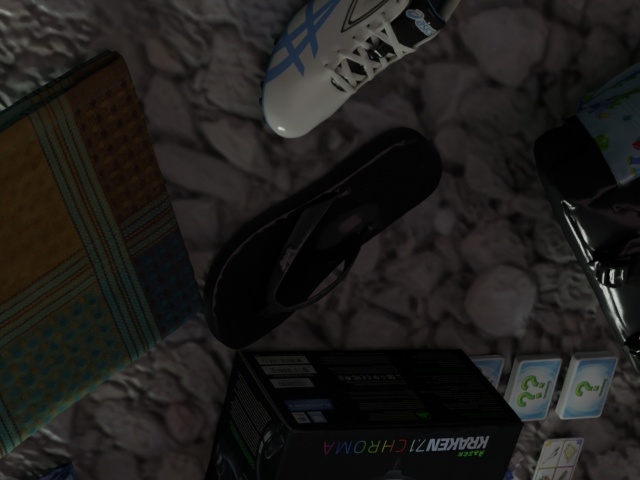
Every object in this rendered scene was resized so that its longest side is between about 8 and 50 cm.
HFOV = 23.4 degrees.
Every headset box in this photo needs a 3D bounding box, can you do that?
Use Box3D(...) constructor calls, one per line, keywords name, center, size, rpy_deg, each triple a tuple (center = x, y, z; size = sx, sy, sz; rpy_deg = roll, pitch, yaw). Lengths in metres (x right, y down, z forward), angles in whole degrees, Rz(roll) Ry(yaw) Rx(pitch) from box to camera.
Box3D(name="headset box", center=(0.021, 0.253, 1.457), size=(0.246, 0.131, 0.283), rpy_deg=(3, 119, -27))

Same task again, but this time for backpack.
Box3D(name="backpack", center=(0.396, -0.074, 1.390), size=(0.356, 0.273, 0.290), rpy_deg=(-23, 128, 15))

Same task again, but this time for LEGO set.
Box3D(name="LEGO set", center=(0.202, 0.229, 1.583), size=(0.183, 0.060, 0.244), rpy_deg=(0, 119, -23))

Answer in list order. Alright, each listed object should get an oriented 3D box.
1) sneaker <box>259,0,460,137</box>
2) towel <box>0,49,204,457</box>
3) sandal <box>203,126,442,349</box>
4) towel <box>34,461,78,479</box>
Box3D(name="sneaker", center=(0.044, -0.171, 1.235), size=(0.237, 0.086, 0.085), rpy_deg=(-46, 130, 7))
Box3D(name="towel", center=(-0.264, 0.049, 1.179), size=(0.370, 0.040, 0.271), rpy_deg=(-37, 132, -28))
Box3D(name="sandal", center=(0.000, -0.001, 1.336), size=(0.254, 0.054, 0.097), rpy_deg=(-42, 129, 2))
Box3D(name="towel", center=(-0.315, 0.338, 1.376), size=(0.285, 0.034, 0.209), rpy_deg=(-29, 129, -20))
